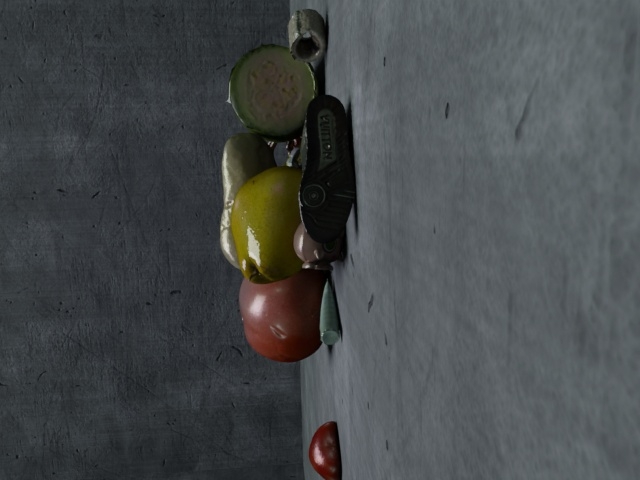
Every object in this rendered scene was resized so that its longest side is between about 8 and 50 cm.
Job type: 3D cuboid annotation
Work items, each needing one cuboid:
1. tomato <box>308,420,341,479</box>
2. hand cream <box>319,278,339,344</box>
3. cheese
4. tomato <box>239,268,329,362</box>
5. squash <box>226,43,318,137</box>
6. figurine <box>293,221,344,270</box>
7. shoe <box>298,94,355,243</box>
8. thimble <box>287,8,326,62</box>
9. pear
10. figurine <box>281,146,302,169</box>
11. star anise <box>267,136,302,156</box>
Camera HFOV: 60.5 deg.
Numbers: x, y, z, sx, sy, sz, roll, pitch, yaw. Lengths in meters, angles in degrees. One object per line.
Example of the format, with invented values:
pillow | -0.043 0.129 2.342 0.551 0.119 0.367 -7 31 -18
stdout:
tomato | 0.009 0.610 1.554 0.174 0.082 0.167 96 170 -46
hand cream | 0.022 0.188 1.433 0.205 0.049 0.078 -91 -3 -59
cheese | -0.217 -0.127 1.608 0.351 0.129 0.329 -71 -24 -43
tomato | -0.111 0.200 1.656 0.341 0.272 0.342 178 90 -85
squash | -0.136 -0.434 1.690 0.384 0.262 0.263 -109 17 -82
figurine | 0.000 0.000 1.247 0.125 0.125 0.138 162 118 -85
shoe | 0.012 -0.134 1.121 0.149 0.109 0.293 98 172 -84
thimble | -0.035 -0.537 1.447 0.115 0.102 0.090 60 -157 -64
pear | -0.110 -0.045 1.413 0.336 0.284 0.285 -56 -31 -65
figurine | -0.078 -0.220 1.817 0.208 0.128 0.184 13 110 44
star anise | -0.123 -0.404 2.125 0.237 0.148 0.347 -73 5 -61
